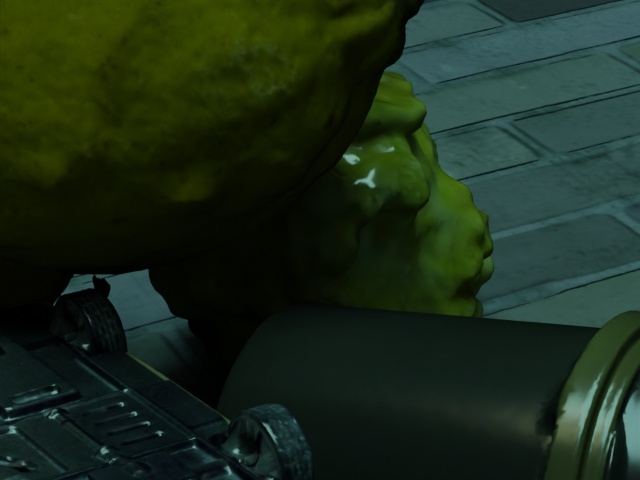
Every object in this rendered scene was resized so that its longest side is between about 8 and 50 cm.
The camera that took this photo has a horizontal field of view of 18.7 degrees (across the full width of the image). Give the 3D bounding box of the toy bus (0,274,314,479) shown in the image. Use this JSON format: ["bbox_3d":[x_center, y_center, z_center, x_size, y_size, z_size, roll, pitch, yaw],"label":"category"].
[{"bbox_3d":[-0.138,0.162,1.065,0.177,0.202,0.365,-14,23,-29],"label":"toy bus"}]

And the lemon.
[{"bbox_3d":[-0.117,-0.111,1.169,0.316,0.285,0.285,10,26,-10],"label":"lemon"}]

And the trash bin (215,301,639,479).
[{"bbox_3d":[0.120,0.138,1.089,0.334,0.214,0.214,10,30,29],"label":"trash bin"}]

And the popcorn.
[{"bbox_3d":[0.000,0.000,1.372,0.235,0.250,0.242,-54,43,-5],"label":"popcorn"}]

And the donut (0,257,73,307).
[{"bbox_3d":[-0.288,0.005,1.353,0.278,0.277,0.108,-16,58,-23],"label":"donut"}]
